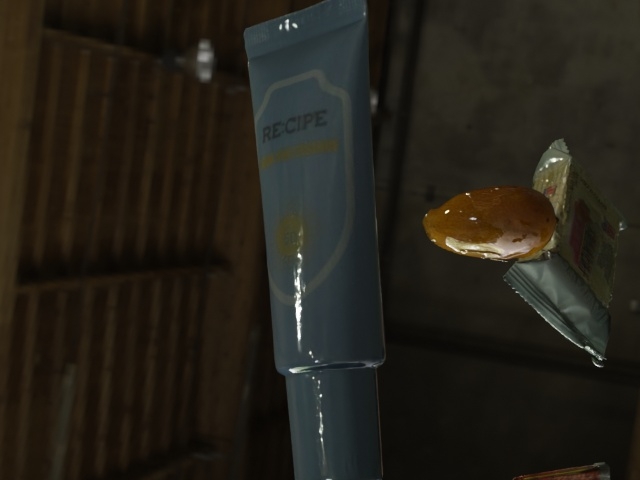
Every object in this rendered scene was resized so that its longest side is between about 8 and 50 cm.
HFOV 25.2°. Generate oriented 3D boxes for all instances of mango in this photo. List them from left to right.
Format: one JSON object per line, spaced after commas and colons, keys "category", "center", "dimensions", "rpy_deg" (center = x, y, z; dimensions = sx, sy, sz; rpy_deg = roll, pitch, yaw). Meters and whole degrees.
{"category": "mango", "center": [0.209, -0.019, 1.731], "dimensions": [0.105, 0.159, 0.084], "rpy_deg": [103, 155, -65]}

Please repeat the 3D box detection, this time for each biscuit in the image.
{"category": "biscuit", "center": [0.338, 0.014, 1.931], "dimensions": [0.186, 0.079, 0.309], "rpy_deg": [46, -144, -18]}

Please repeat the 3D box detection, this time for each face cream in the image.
{"category": "face cream", "center": [0.000, 0.000, 1.134], "dimensions": [0.086, 0.136, 0.385], "rpy_deg": [5, -103, -47]}

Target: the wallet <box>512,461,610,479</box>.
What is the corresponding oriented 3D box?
{"category": "wallet", "center": [0.248, 0.326, 1.453], "dimensions": [0.020, 0.103, 0.196], "rpy_deg": [-138, 43, -73]}
